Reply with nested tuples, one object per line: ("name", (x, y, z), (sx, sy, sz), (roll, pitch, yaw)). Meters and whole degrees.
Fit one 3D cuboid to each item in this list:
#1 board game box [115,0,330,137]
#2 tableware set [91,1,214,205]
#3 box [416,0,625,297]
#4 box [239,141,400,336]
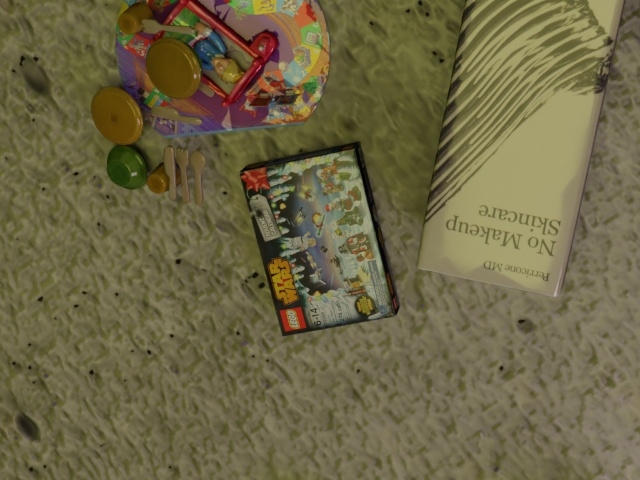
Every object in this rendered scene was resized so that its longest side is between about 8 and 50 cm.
("board game box", (-0.078, -0.144, 1.209), (0.169, 0.033, 0.133), (-5, 105, 12))
("tableware set", (-0.128, -0.103, 1.218), (0.104, 0.024, 0.154), (12, 121, 25))
("box", (0.148, -0.108, 1.143), (0.113, 0.094, 0.275), (11, 107, 8))
("box", (0.000, 0.000, 1.237), (0.094, 0.027, 0.137), (-11, 103, 15))
